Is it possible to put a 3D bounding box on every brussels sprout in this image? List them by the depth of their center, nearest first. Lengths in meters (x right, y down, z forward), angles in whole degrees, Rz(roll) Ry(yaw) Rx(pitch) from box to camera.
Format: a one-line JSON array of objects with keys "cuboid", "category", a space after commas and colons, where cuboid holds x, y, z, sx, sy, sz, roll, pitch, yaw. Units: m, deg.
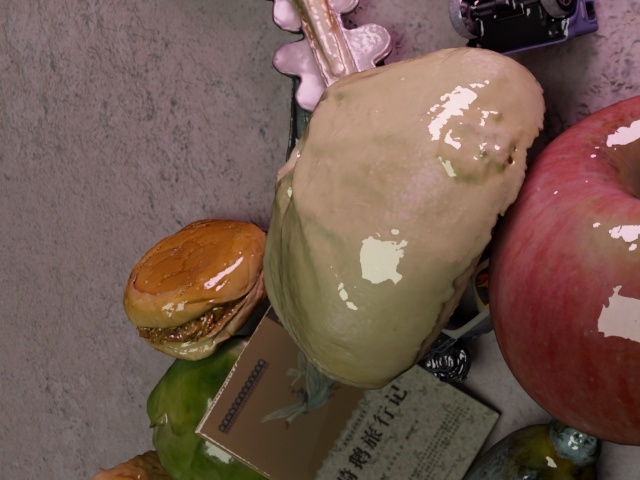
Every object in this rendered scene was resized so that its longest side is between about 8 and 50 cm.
[{"cuboid": [-0.122, 0.242, 1.311, 0.244, 0.244, 0.244, 8, 105, 33], "category": "brussels sprout"}]

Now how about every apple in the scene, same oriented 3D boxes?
[{"cuboid": [0.318, 0.033, 0.890, 0.345, 0.345, 0.269, 8, 135, 33], "category": "apple"}]

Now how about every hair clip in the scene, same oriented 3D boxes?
[{"cuboid": [0.001, -0.265, 1.153, 0.146, 0.075, 0.257, -19, 80, -3], "category": "hair clip"}]

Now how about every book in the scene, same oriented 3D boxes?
[{"cuboid": [0.032, 0.224, 1.188, 0.310, 0.021, 0.217, 31, 89, 3], "category": "book"}]

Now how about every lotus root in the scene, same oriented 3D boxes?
[{"cuboid": [0.234, 0.309, 1.118, 0.158, 0.140, 0.322, 27, 110, 8], "category": "lotus root"}]

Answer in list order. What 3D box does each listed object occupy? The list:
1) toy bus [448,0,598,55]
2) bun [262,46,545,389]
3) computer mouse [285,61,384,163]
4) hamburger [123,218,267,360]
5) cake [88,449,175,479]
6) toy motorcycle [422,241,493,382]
[{"cuboid": [0.198, -0.343, 1.000, 0.125, 0.133, 0.292, -6, 99, 41], "category": "toy bus"}, {"cuboid": [0.057, -0.043, 0.977, 0.202, 0.364, 0.364, 25, 118, -5], "category": "bun"}, {"cuboid": [0.027, -0.140, 1.203, 0.126, 0.071, 0.231, -1, 88, 22], "category": "computer mouse"}, {"cuboid": [-0.159, 0.060, 1.291, 0.214, 0.214, 0.108, -4, 126, 35], "category": "hamburger"}, {"cuboid": [-0.212, 0.476, 1.409, 0.222, 0.227, 0.286, 27, 112, 32], "category": "cake"}, {"cuboid": [0.189, 0.051, 1.124, 0.263, 0.091, 0.157, -41, 68, 32], "category": "toy motorcycle"}]
